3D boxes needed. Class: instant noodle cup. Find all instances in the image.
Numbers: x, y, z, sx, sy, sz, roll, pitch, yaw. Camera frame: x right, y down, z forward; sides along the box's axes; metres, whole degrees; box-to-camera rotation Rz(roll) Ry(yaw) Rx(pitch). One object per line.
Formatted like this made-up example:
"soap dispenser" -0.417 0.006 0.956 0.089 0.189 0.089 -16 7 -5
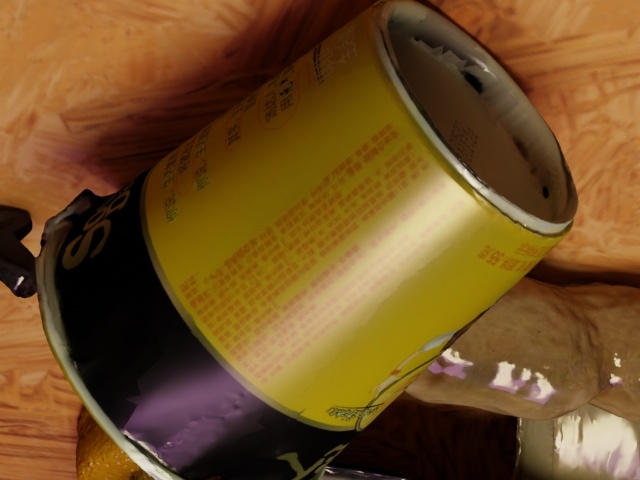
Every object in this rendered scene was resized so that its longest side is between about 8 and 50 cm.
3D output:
"instant noodle cup" 0.000 0.000 0.754 0.215 0.216 0.236 33 121 -30

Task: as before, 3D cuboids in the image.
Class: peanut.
"peanut" 0.147 0.068 0.873 0.227 0.104 0.086 5 120 -12

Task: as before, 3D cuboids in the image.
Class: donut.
"donut" -0.104 0.156 1.019 0.151 0.058 0.152 3 139 2

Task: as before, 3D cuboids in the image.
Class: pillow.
"pillow" 0.223 0.126 0.947 0.208 0.053 0.119 1 100 2

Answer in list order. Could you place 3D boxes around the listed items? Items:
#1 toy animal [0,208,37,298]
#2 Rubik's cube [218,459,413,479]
"toy animal" -0.247 0.070 0.886 0.121 0.117 0.210 7 136 -15
"Rubik's cube" 0.047 0.374 0.962 0.358 0.362 0.363 9 153 -16
